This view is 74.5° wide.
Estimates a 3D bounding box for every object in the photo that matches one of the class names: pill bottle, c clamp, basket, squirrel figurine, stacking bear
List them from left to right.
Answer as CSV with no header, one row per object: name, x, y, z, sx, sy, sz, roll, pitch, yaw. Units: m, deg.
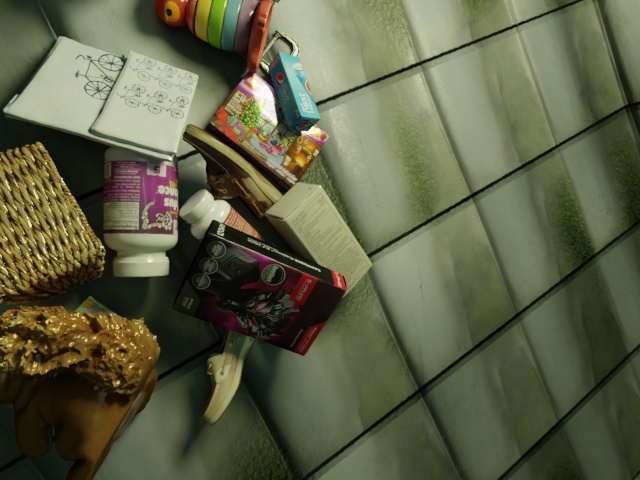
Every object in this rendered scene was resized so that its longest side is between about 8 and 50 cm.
basket,-0.632,-0.016,0.884,0.223,0.213,0.299,-30,86,-36
squirrel figurine,-0.557,0.261,0.880,0.371,0.281,0.396,27,118,-3
pill bottle,-0.431,-0.065,1.018,0.169,0.169,0.301,0,90,-23
stacking bear,-0.283,-0.585,1.095,0.289,0.175,0.164,14,52,-10
pill bottle,-0.254,-0.027,1.094,0.121,0.121,0.216,-51,123,-15
c clamp,-0.138,-0.550,1.228,0.137,0.022,0.160,42,75,-17

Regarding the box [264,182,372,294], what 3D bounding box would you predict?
box,0.000,0.000,1.185,0.148,0.121,0.311,-45,121,-18

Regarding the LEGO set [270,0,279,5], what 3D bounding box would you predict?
LEGO set,-0.226,-0.735,1.175,0.244,0.060,0.182,-27,104,-21

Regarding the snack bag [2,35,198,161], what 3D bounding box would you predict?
snack bag,-0.481,-0.346,0.981,0.343,0.037,0.322,14,52,-17

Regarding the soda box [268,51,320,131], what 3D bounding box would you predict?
soda box,-0.075,-0.413,1.174,0.071,0.067,0.210,-7,73,-40

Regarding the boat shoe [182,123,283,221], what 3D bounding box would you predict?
boat shoe,-0.234,-0.158,1.091,0.123,0.123,0.342,-51,140,-2

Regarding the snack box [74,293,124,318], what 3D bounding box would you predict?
snack box,-0.544,0.215,1.038,0.141,0.037,0.100,44,73,-18

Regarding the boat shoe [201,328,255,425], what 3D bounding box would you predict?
boat shoe,-0.258,0.331,1.126,0.098,0.109,0.302,26,74,-15

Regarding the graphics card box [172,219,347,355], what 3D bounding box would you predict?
graphics card box,-0.148,0.127,1.057,0.371,0.094,0.232,25,110,-16

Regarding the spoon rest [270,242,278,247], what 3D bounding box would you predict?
spoon rest,-0.130,0.143,1.179,0.084,0.137,0.276,-5,104,1

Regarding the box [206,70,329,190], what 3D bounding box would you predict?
box,-0.144,-0.309,1.203,0.293,0.057,0.200,36,75,-18
